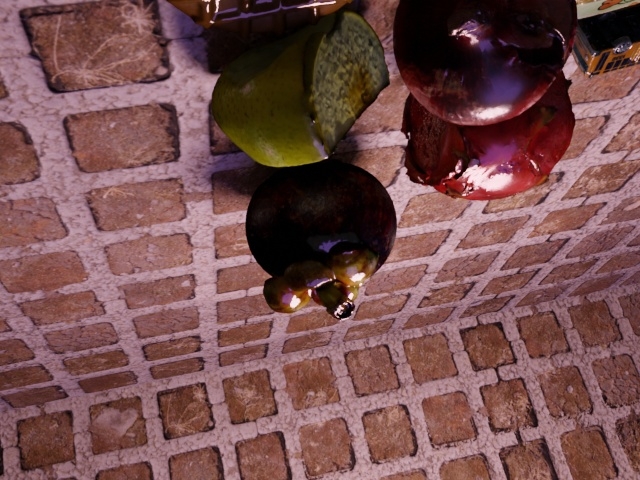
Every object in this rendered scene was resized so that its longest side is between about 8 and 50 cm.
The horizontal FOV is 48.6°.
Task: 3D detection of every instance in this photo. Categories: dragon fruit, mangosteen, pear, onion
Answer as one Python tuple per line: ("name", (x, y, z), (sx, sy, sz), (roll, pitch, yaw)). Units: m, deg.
("dragon fruit", (0.294, -0.209, 1.256), (0.302, 0.295, 0.295), (-18, 163, -40))
("mangosteen", (0.001, -0.014, 1.471), (0.330, 0.330, 0.330), (-12, 156, -6))
("pear", (-0.051, -0.238, 1.102), (0.292, 0.292, 0.159), (-22, 115, 15))
("onion", (0.233, -0.302, 1.012), (0.272, 0.272, 0.195), (-21, -175, 14))

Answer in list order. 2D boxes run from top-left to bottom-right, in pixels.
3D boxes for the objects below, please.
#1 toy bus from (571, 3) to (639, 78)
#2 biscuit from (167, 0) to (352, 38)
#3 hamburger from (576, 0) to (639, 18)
("toy bus", (0.550, -0.366, 1.288), (0.182, 0.091, 0.103), (-15, 156, -5))
("biscuit", (-0.061, -0.386, 0.869), (0.332, 0.103, 0.332), (-12, 156, -5))
("hamburger", (0.442, -0.422, 1.049), (0.214, 0.125, 0.235), (-21, 172, -10))
